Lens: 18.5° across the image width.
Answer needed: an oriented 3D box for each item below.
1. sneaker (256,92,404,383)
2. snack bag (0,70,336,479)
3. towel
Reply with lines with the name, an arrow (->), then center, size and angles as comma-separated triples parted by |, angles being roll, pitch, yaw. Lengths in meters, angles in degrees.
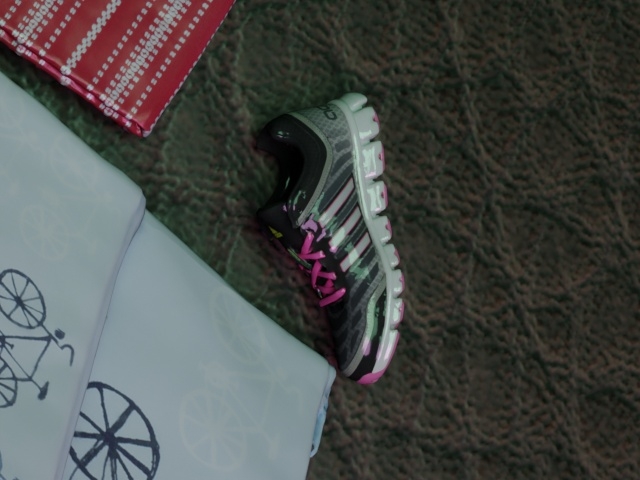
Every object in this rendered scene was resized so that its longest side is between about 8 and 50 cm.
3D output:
sneaker -> 0.000, 0.000, 1.125 | 0.074, 0.063, 0.170 | -4, 82, -22
snack bag -> -0.118, 0.073, 0.932 | 0.342, 0.037, 0.323 | 43, 32, -24
towel -> -0.161, -0.211, 1.100 | 0.275, 0.031, 0.199 | 36, 72, -16
